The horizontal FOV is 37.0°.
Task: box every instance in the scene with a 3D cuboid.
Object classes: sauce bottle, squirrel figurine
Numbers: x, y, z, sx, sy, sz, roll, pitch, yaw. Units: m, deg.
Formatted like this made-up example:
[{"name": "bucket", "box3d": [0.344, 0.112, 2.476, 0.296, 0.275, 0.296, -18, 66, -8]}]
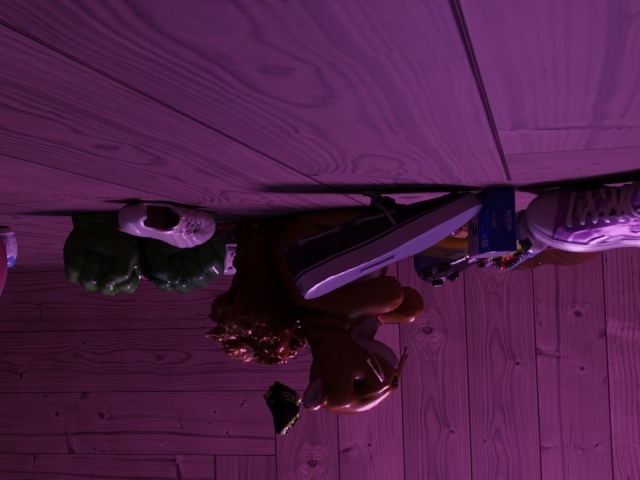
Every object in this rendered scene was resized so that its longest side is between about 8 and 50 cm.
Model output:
[{"name": "sauce bottle", "box3d": [0.265, -0.028, 1.902, 0.042, 0.042, 0.128, -3, 174, 26]}, {"name": "squirrel figurine", "box3d": [-0.004, 0.140, 1.808, 0.397, 0.370, 0.281, -3, 176, 20]}]

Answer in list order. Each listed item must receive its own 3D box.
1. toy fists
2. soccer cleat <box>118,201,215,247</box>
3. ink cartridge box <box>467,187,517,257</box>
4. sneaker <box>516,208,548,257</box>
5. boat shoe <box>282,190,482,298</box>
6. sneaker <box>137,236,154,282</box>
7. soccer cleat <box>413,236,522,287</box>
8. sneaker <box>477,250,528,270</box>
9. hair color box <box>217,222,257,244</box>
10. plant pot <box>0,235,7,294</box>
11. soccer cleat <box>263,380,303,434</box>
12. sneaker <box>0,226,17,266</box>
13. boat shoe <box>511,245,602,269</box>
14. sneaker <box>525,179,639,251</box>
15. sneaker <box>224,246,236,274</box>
[{"name": "toy fists", "box3d": [-0.303, 0.023, 1.648, 0.279, 0.142, 0.096, -2, 176, -5]}, {"name": "soccer cleat", "box3d": [-0.232, -0.027, 1.523, 0.076, 0.068, 0.196, -9, 170, 40]}, {"name": "ink cartridge box", "box3d": [0.271, -0.024, 1.523, 0.046, 0.097, 0.207, -1, 177, 0]}, {"name": "sneaker", "box3d": [0.366, -0.035, 1.498, 0.083, 0.071, 0.191, -20, -169, 38]}, {"name": "boat shoe", "box3d": [0.091, -0.020, 1.439, 0.306, 0.105, 0.113, -26, 165, -2]}, {"name": "sneaker", "box3d": [-0.328, 0.044, 2.066, 0.178, 0.123, 0.296, 9, 178, -44]}, {"name": "soccer cleat", "box3d": [0.322, -0.003, 1.989, 0.289, 0.121, 0.093, -24, 147, 22]}, {"name": "sneaker", "box3d": [0.436, 0.000, 2.196, 0.125, 0.104, 0.262, -19, -177, -10]}, {"name": "hair color box", "box3d": [-0.152, -0.010, 1.961, 0.072, 0.043, 0.141, -4, 177, 35]}, {"name": "plant pot", "box3d": [-0.548, 0.019, 1.263, 0.201, 0.201, 0.180, -2, 161, 10]}, {"name": "soccer cleat", "box3d": [-0.073, 0.304, 1.744, 0.072, 0.060, 0.179, 38, -174, -3]}, {"name": "sneaker", "box3d": [-0.690, 0.021, 1.881, 0.237, 0.086, 0.085, -3, 178, 34]}, {"name": "boat shoe", "box3d": [0.567, 0.008, 2.382, 0.285, 0.089, 0.105, -8, 147, 42]}, {"name": "sneaker", "box3d": [0.420, -0.055, 1.340, 0.282, 0.102, 0.161, 2, 159, 24]}, {"name": "sneaker", "box3d": [-0.171, 0.035, 2.036, 0.121, 0.099, 0.262, 20, -169, 17]}]
